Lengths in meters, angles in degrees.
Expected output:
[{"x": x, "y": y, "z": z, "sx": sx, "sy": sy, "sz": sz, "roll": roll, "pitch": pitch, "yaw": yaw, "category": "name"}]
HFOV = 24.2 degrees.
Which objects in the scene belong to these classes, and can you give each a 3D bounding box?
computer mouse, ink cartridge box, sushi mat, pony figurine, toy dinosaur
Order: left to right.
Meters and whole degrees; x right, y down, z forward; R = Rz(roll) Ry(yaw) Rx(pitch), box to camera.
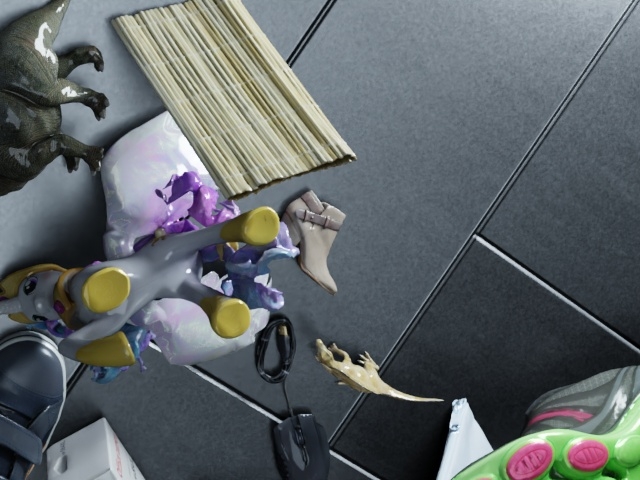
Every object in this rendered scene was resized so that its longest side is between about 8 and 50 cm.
[{"x": -0.322, "y": -0.152, "z": 1.644, "sx": 0.160, "sy": 0.121, "sz": 0.313, "roll": 9, "pitch": 104, "yaw": -29, "category": "toy dinosaur"}, {"x": -0.237, "y": 0.333, "z": 1.772, "sx": 0.086, "sy": 0.148, "sz": 0.203, "roll": -30, "pitch": 111, "yaw": -1, "category": "ink cartridge box"}, {"x": -0.180, "y": 0.028, "z": 1.648, "sx": 0.351, "sy": 0.363, "sz": 0.302, "roll": -23, "pitch": 103, "yaw": -28, "category": "pony figurine"}, {"x": -0.100, "y": -0.168, "z": 1.625, "sx": 0.151, "sy": 0.316, "sz": 0.019, "roll": -21, "pitch": 142, "yaw": -18, "category": "sushi mat"}, {"x": -0.033, "y": 0.212, "z": 1.868, "sx": 0.071, "sy": 0.041, "sz": 0.242, "roll": -16, "pitch": 107, "yaw": -12, "category": "computer mouse"}, {"x": 0.055, "y": 0.173, "z": 1.858, "sx": 0.183, "sy": 0.092, "sz": 0.053, "roll": 27, "pitch": 95, "yaw": -21, "category": "toy dinosaur"}]

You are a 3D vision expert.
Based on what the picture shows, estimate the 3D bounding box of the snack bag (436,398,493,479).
[{"x": 0.215, "y": 0.419, "z": 1.880, "sx": 0.037, "sy": 0.323, "sz": 0.342, "roll": -20, "pitch": 114, "yaw": 26, "category": "snack bag"}]

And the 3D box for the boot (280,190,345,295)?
[{"x": 0.000, "y": 0.000, "z": 1.826, "sx": 0.118, "sy": 0.042, "sz": 0.087, "roll": 41, "pitch": 87, "yaw": -22, "category": "boot"}]

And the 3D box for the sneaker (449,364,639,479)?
[{"x": 0.322, "y": 0.283, "z": 1.865, "sx": 0.483, "sy": 0.202, "sz": 0.185, "roll": -18, "pitch": 92, "yaw": -35, "category": "sneaker"}]

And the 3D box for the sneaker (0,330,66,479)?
[{"x": -0.389, "y": 0.262, "z": 1.723, "sx": 0.126, "sy": 0.127, "sz": 0.321, "roll": 29, "pitch": 92, "yaw": -20, "category": "sneaker"}]
